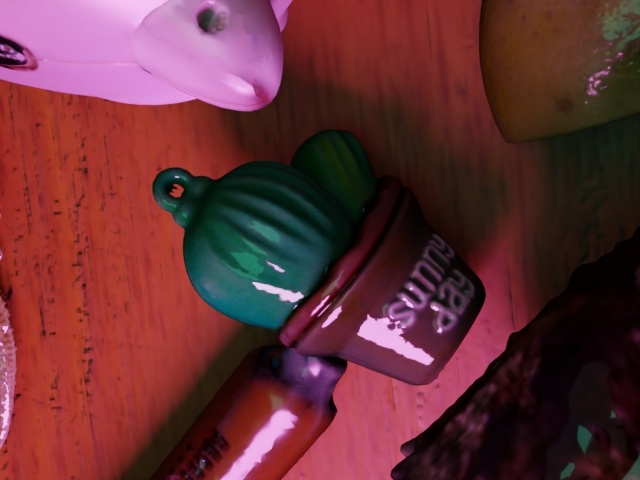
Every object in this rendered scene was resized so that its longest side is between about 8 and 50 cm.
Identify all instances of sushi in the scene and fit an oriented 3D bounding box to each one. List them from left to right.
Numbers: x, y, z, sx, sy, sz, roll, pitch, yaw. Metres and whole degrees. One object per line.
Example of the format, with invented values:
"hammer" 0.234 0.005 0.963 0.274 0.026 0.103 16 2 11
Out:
"sushi" 0.237 0.107 0.782 0.294 0.299 0.281 -48 59 14

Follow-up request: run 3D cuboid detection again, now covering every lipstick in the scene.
"lipstick" -0.124 0.220 1.002 0.077 0.077 0.418 40 106 4

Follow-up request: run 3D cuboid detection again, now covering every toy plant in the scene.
"toy plant" 0.000 0.000 0.908 0.200 0.105 0.143 35 63 -2

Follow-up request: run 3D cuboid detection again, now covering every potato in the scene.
"potato" 0.131 -0.133 0.870 0.120 0.081 0.149 -23 94 15

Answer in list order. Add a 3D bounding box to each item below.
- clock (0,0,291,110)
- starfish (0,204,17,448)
"clock" -0.095 -0.259 0.733 0.368 0.250 0.376 12 68 11
"starfish" -0.269 0.023 1.017 0.138 0.050 0.247 1 97 16
